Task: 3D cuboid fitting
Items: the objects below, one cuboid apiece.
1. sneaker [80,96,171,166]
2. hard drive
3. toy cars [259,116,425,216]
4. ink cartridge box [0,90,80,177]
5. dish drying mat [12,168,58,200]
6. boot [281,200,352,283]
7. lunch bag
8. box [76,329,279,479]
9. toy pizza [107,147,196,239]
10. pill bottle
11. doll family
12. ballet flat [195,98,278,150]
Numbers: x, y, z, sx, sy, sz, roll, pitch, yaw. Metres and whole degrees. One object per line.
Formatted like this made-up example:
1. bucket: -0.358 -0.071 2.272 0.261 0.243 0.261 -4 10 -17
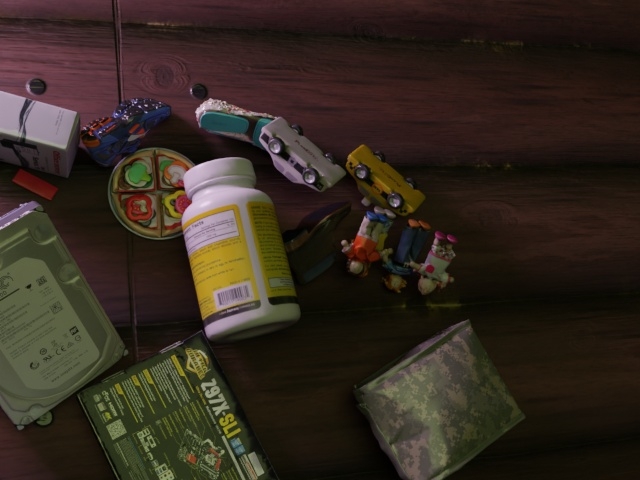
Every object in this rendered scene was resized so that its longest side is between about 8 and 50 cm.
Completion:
1. sneaker: -0.394 -0.226 1.572 0.083 0.087 0.221 26 47 30
2. hard drive: -0.508 0.131 1.327 0.237 0.064 0.339 -35 122 -25
3. toy cars: 0.041 -0.139 1.636 0.393 0.087 0.176 15 42 -28
4. ink cartridge box: -0.572 -0.206 1.463 0.208 0.153 0.087 14 70 -12
5. dish drying mat: -0.562 -0.109 1.515 0.083 0.008 0.032 28 66 -7
6. boot: 0.000 0.000 1.638 0.219 0.082 0.106 -35 113 -35
7. lunch bag: 0.221 0.334 1.537 0.287 0.169 0.235 -27 83 -27
8. box: -0.264 0.367 1.423 0.257 0.079 0.322 -26 83 -25
9. toy pizza: -0.331 -0.100 1.571 0.201 0.032 0.201 5 72 -16
10. pill bottle: -0.164 0.018 1.502 0.188 0.188 0.334 -10 77 -20
11. doll family: 0.154 0.028 1.622 0.263 0.118 0.163 16 110 -17
12. ballet flat: -0.149 -0.252 1.655 0.241 0.091 0.077 18 36 -16
